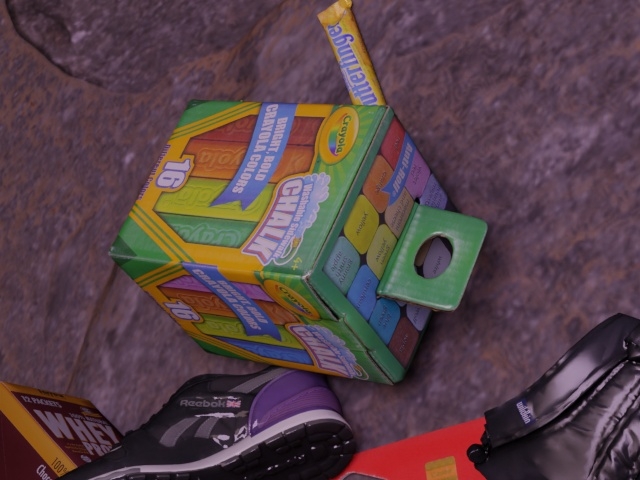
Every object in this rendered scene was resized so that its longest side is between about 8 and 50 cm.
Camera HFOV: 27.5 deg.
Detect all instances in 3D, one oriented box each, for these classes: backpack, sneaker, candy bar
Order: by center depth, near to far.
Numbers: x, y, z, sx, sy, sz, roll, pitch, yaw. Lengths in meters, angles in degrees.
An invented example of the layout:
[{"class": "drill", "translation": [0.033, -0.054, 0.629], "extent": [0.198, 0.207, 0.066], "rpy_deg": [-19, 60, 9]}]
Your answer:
[{"class": "backpack", "translation": [0.224, 0.144, 1.010], "extent": [0.152, 0.115, 0.182], "rpy_deg": [39, 98, 25]}, {"class": "sneaker", "translation": [-0.119, 0.190, 1.192], "extent": [0.283, 0.107, 0.124], "rpy_deg": [-15, 41, -10]}, {"class": "candy bar", "translation": [0.035, -0.171, 1.298], "extent": [0.040, 0.018, 0.162], "rpy_deg": [-31, 60, 24]}]

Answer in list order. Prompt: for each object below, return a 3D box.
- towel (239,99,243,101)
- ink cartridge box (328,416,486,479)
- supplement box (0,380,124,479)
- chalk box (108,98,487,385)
[{"class": "towel", "translation": [-0.097, -0.101, 1.372], "extent": [0.060, 0.009, 0.083], "rpy_deg": [-22, 65, 29]}, {"class": "ink cartridge box", "translation": [0.028, 0.308, 1.125], "extent": [0.296, 0.066, 0.261], "rpy_deg": [-21, 66, 28]}, {"class": "supplement box", "translation": [-0.274, 0.278, 1.303], "extent": [0.191, 0.129, 0.194], "rpy_deg": [37, 98, 37]}, {"class": "chalk box", "translation": [0.000, 0.000, 1.141], "extent": [0.289, 0.179, 0.180], "rpy_deg": [4, 58, 36]}]
